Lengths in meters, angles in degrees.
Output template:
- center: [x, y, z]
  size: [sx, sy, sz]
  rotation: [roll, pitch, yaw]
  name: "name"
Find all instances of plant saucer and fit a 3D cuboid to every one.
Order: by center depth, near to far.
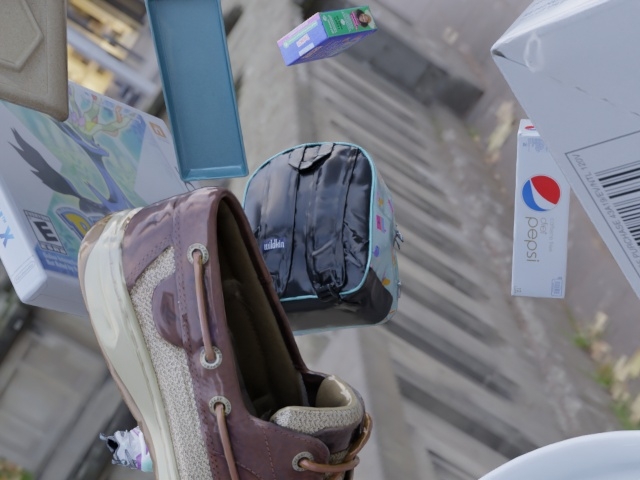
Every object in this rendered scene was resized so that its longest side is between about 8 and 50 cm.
- center: [-0.111, -0.141, 1.247]
  size: [0.018, 0.067, 0.192]
  rotation: [-85, -10, -57]
  name: "plant saucer"

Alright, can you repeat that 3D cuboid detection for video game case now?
- center: [-0.194, -0.040, 1.217]
  size: [0.036, 0.329, 0.300]
  rotation: [-43, 59, 18]
  name: "video game case"

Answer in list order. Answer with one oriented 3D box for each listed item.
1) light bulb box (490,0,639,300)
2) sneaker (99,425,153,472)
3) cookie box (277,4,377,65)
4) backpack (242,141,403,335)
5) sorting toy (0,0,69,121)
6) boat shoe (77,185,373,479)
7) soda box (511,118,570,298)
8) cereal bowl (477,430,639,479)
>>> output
- center: [0.372, -0.121, 1.017]
  size: [0.225, 0.358, 0.361]
  rotation: [-15, 24, 48]
  name: "light bulb box"
- center: [-0.207, 0.215, 1.489]
  size: [0.098, 0.069, 0.038]
  rotation: [-87, 3, -68]
  name: "sneaker"
- center: [0.010, -0.282, 1.867]
  size: [0.092, 0.040, 0.107]
  rotation: [-27, -5, 43]
  name: "cookie box"
- center: [0.000, 0.000, 1.387]
  size: [0.165, 0.144, 0.188]
  rotation: [-9, 63, 22]
  name: "backpack"
- center: [-0.265, -0.168, 0.962]
  size: [0.041, 0.229, 0.307]
  rotation: [-26, 59, 37]
  name: "sorting toy"
- center: [-0.030, 0.127, 0.859]
  size: [0.123, 0.342, 0.123]
  rotation: [-19, 5, 28]
  name: "boat shoe"
- center: [0.278, -0.039, 1.704]
  size: [0.074, 0.069, 0.216]
  rotation: [-63, -25, -67]
  name: "soda box"
- center: [0.191, 0.278, 0.733]
  size: [0.339, 0.141, 0.339]
  rotation: [-12, 67, 29]
  name: "cereal bowl"
